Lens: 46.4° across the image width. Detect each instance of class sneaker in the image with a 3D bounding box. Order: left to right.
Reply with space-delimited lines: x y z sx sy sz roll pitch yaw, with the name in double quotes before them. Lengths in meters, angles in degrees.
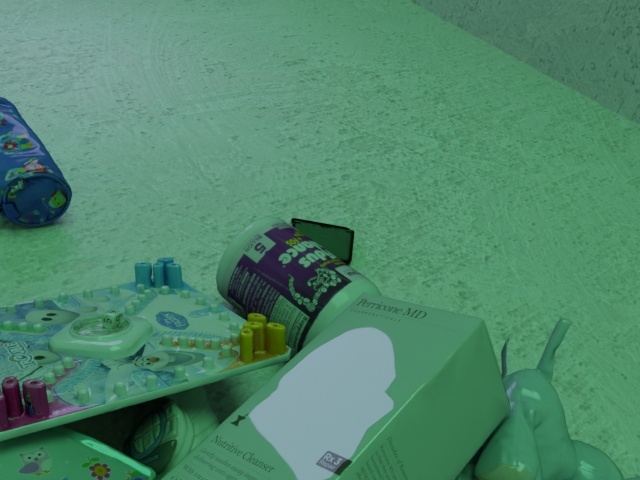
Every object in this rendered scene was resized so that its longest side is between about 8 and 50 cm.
"sneaker" -0.192 0.240 1.005 0.129 0.111 0.297 46 10 -25

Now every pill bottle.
"pill bottle" -0.010 0.102 1.190 0.301 0.169 0.169 35 40 25

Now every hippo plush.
"hippo plush" 0.286 0.315 1.027 0.236 0.234 0.294 44 52 -11

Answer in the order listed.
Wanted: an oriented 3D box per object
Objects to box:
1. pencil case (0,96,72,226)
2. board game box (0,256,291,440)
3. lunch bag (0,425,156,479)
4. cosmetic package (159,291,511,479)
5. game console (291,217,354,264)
"pencil case" -0.570 -0.145 1.366 0.133 0.119 0.306 -23 49 -27
"board game box" -0.301 0.118 1.025 0.389 0.050 0.390 -10 19 -34
"lunch bag" -0.351 0.305 0.805 0.262 0.160 0.223 25 37 5
"cosmetic package" 0.028 0.242 0.888 0.217 0.156 0.385 7 40 46
"game console" 0.000 0.000 1.465 0.122 0.071 0.107 9 66 -6
